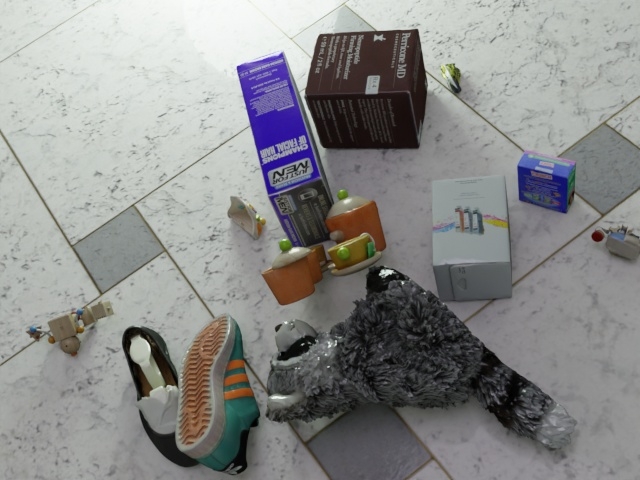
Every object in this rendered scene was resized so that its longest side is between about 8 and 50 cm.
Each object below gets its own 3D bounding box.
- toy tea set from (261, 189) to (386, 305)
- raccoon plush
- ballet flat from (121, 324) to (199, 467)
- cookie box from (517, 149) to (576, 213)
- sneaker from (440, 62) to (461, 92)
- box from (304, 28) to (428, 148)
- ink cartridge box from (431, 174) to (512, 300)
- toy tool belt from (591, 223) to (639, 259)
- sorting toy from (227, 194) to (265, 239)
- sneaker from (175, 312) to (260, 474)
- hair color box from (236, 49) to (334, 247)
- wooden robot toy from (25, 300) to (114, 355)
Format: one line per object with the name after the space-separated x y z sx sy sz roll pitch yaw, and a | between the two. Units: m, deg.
0.000 0.000 1.369 0.200 0.336 0.124 -22 94 9 | toy tea set
0.119 0.243 1.265 0.446 0.216 0.299 36 80 31 | raccoon plush
-0.279 0.256 1.416 0.095 0.096 0.280 -30 56 -7 | ballet flat
0.396 -0.103 1.460 0.092 0.107 0.040 19 65 25 | cookie box
0.271 -0.333 1.689 0.035 0.031 0.083 -21 55 0 | sneaker
0.094 -0.293 1.629 0.203 0.167 0.168 1 58 15 | box
0.258 -0.001 1.419 0.127 0.128 0.176 -3 58 13 | ink cartridge box
0.504 -0.002 1.408 0.083 0.052 0.051 26 36 24 | toy tool belt
-0.145 -0.055 1.594 0.045 0.075 0.083 -44 58 -14 | sorting toy
-0.164 0.257 1.392 0.108 0.121 0.302 -28 33 22 | sneaker
-0.061 -0.174 1.583 0.110 0.185 0.338 -20 54 3 | hair color box
-0.460 0.173 1.554 0.173 0.076 0.079 -20 90 2 | wooden robot toy
